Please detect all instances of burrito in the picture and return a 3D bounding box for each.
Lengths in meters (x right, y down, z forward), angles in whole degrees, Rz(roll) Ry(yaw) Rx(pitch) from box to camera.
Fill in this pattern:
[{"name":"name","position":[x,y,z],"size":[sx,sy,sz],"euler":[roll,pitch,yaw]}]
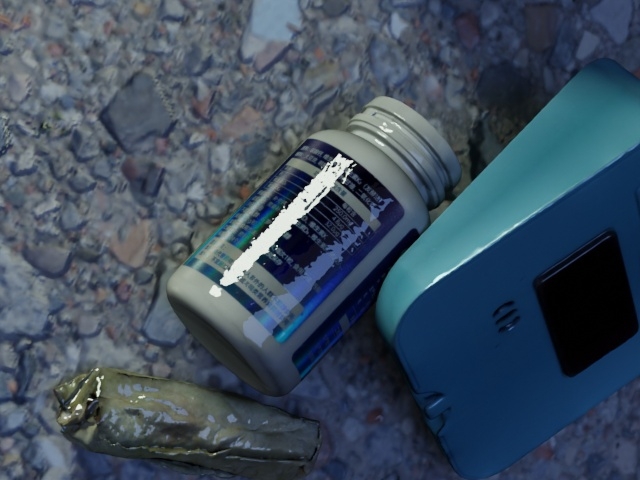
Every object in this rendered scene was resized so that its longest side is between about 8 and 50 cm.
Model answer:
[{"name":"burrito","position":[-0.085,0.122,0.947],"size":[0.188,0.045,0.058],"euler":[16,64,-25]}]

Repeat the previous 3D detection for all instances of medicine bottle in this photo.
[{"name":"medicine bottle","position":[0.000,0.000,0.937],"size":[0.191,0.107,0.107],"euler":[-46,114,-15]}]

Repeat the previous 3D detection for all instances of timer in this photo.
[{"name":"timer","position":[0.153,0.028,1.001],"size":[0.250,0.091,0.232],"euler":[-36,139,-9]}]
